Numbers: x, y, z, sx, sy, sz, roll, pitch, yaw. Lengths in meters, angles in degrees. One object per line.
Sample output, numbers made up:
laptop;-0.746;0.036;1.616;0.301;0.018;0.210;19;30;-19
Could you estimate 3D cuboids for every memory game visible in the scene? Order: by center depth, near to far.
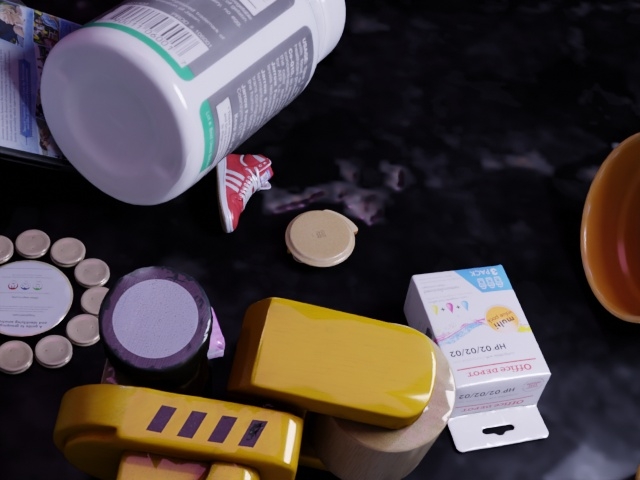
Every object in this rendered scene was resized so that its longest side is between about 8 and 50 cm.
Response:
memory game;-0.303;0.061;1.151;0.186;0.012;0.186;5;48;-6

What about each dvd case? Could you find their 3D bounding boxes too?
dvd case;-0.334;-0.172;1.205;0.253;0.022;0.180;11;69;-49

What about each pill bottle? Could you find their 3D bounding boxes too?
pill bottle;-0.128;-0.210;1.277;0.204;0.204;0.361;28;43;16

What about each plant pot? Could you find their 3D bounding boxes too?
plant pot;0.421;-0.006;1.215;0.188;0.205;0.205;7;46;-24

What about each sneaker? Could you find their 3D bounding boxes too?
sneaker;-0.084;-0.057;1.269;0.067;0.042;0.118;-2;47;-7

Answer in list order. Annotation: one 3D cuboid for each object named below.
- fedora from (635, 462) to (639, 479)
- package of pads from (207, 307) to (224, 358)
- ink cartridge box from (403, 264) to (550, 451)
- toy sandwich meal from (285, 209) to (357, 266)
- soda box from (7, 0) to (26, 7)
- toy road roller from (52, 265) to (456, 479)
fedora;0.385;0.259;1.040;0.194;0.079;0.194;0;48;0
package of pads;-0.142;0.100;1.128;0.083;0.032;0.050;-13;56;-18
ink cartridge box;0.163;0.116;1.141;0.104;0.061;0.181;-7;51;-14
toy sandwich meal;0.000;0.000;1.243;0.085;0.029;0.085;3;53;-4
soda box;-0.446;-0.254;1.378;0.169;0.053;0.060;-32;60;-30
toy road roller;-0.063;0.185;0.965;0.329;0.202;0.240;10;64;-1
